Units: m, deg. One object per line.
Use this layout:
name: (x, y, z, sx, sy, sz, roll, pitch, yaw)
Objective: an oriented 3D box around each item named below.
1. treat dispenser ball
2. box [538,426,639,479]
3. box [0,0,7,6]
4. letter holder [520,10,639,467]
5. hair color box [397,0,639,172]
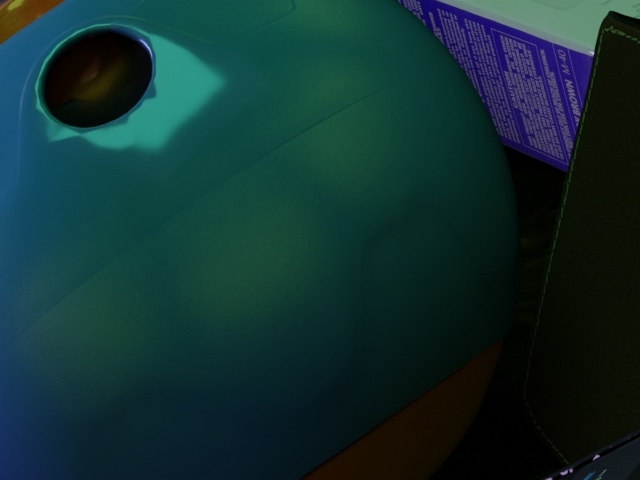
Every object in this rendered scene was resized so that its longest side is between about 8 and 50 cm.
treat dispenser ball: (-0.052, 0.006, 0.909, 0.288, 0.288, 0.288, -14, 29, 8)
box: (-0.011, 0.198, 0.622, 0.295, 0.073, 0.293, -42, 3, -38)
box: (-0.212, -0.100, 1.294, 0.213, 0.117, 0.243, -9, 16, 36)
letter holder: (0.230, 0.048, 0.845, 0.152, 0.214, 0.302, 6, 15, -24)
hair color box: (0.150, -0.153, 1.264, 0.185, 0.110, 0.339, -30, 32, -19)
